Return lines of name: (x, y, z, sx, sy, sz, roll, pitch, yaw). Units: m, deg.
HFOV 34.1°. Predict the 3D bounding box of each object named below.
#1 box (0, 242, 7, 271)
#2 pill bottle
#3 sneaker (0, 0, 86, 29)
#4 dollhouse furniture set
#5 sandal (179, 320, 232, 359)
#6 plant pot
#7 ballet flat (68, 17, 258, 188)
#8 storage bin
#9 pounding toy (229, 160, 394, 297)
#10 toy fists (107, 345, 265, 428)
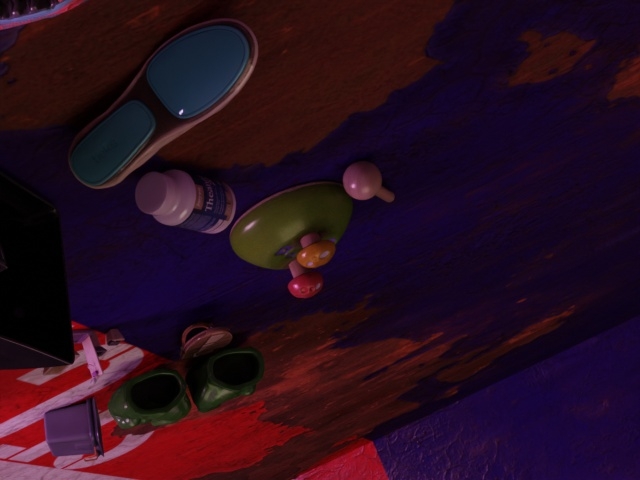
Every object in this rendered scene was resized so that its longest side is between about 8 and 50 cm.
box: (-0.381, -0.021, 0.908, 0.184, 0.190, 0.045, -27, 156, 6)
pill bottle: (-0.160, -0.048, 1.233, 0.067, 0.067, 0.120, -34, 156, 24)
sneaker: (-0.153, -0.217, 0.804, 0.262, 0.104, 0.125, -24, 160, 1)
dollhouse furniture set: (-0.356, 0.196, 1.576, 0.091, 0.081, 0.114, 2, 147, -47)
sandal: (-0.197, 0.159, 1.711, 0.072, 0.049, 0.180, -9, 169, -21)
plant pot: (-0.383, 0.042, 1.089, 0.167, 0.188, 0.187, -14, 160, 11)
ballet flat: (-0.151, -0.139, 1.039, 0.248, 0.086, 0.086, -32, 157, 23)
storage bin: (-0.434, 0.342, 1.835, 0.091, 0.098, 0.135, -8, 156, -10)
pounding toy: (0.000, 0.000, 1.448, 0.237, 0.110, 0.183, -26, 158, 7)
toy fists: (-0.232, 0.262, 1.826, 0.279, 0.096, 0.142, -15, 172, -25)
